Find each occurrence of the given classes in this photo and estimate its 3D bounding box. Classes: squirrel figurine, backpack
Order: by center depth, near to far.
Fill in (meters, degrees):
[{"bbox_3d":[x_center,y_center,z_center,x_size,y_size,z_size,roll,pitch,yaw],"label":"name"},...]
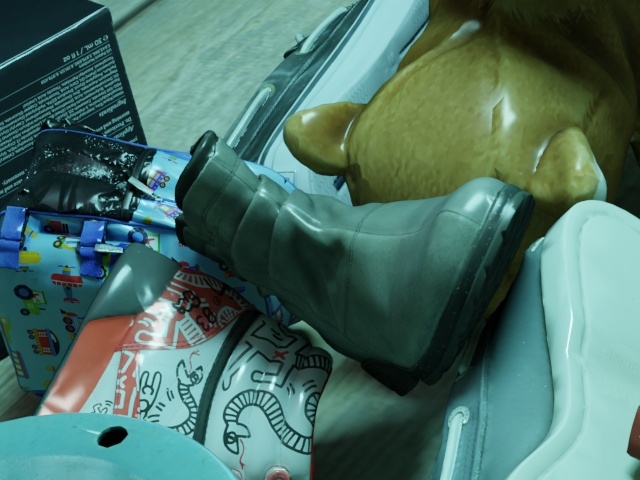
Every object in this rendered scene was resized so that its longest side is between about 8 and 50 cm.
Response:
[{"bbox_3d":[0.131,-0.160,1.057,0.281,0.397,0.370,20,49,28],"label":"squirrel figurine"},{"bbox_3d":[-0.090,0.022,1.086,0.173,0.158,0.117,8,45,11],"label":"backpack"}]

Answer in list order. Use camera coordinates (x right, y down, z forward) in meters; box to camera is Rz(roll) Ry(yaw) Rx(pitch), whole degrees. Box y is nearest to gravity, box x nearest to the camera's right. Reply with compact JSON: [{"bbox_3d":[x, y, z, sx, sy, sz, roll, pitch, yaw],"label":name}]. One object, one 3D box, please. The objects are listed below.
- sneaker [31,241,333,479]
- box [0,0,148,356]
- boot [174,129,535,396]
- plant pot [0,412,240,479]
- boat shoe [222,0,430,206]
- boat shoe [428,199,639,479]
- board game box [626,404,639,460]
[{"bbox_3d":[-0.092,0.144,0.943,0.145,0.090,0.270,27,69,-2],"label":"sneaker"},{"bbox_3d":[-0.236,-0.021,1.167,0.261,0.184,0.103,-32,35,-27],"label":"box"},{"bbox_3d":[0.000,0.000,0.902,0.161,0.246,0.083,31,73,-1],"label":"boot"},{"bbox_3d":[-0.085,0.213,0.688,0.272,0.255,0.271,-10,32,6],"label":"plant pot"},{"bbox_3d":[0.021,-0.109,1.265,0.119,0.121,0.335,0,30,33],"label":"boat shoe"},{"bbox_3d":[0.099,0.119,0.792,0.099,0.116,0.319,-45,21,39],"label":"boat shoe"},{"bbox_3d":[0.254,0.051,0.835,0.145,0.027,0.281,19,29,23],"label":"board game box"}]
